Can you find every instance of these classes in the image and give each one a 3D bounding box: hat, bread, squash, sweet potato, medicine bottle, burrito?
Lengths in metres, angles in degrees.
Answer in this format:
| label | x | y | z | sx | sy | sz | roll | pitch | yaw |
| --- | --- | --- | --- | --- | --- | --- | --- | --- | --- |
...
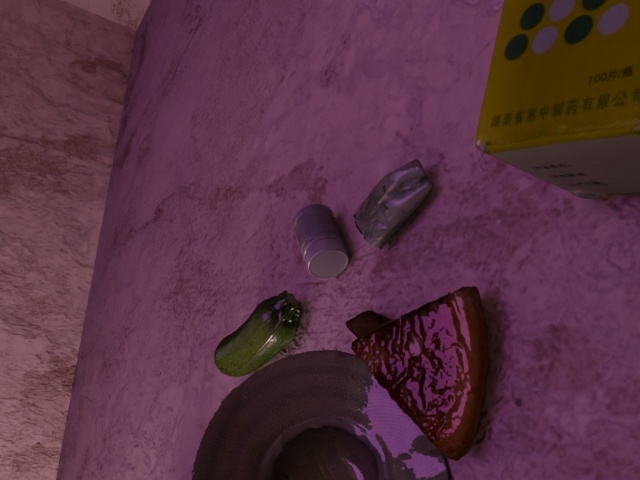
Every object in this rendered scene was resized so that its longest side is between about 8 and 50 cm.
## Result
| label | x | y | z | sx | sy | sz | roll | pitch | yaw |
| --- | --- | --- | --- | --- | --- | --- | --- | --- | --- |
| hat | 0.004 | 0.247 | 0.567 | 0.110 | 0.252 | 0.252 | 80 | 177 | -50 |
| bread | 0.110 | 0.100 | 0.519 | 0.154 | 0.054 | 0.136 | 39 | 110 | 38 |
| squash | -0.096 | 0.148 | 0.831 | 0.219 | 0.068 | 0.077 | -46 | 36 | 38 |
| sweet potato | 0.071 | 0.098 | 0.611 | 0.153 | 0.038 | 0.041 | -11 | 57 | 54 |
| medicine bottle | 0.222 | -0.163 | 0.383 | 0.137 | 0.141 | 0.250 | 2 | 79 | 62 |
| burrito | 0.085 | -0.048 | 0.651 | 0.118 | 0.044 | 0.074 | -55 | 32 | 37 |
| medicine bottle | 0.000 | 0.000 | 0.751 | 0.058 | 0.058 | 0.091 | -54 | 36 | 31 |
